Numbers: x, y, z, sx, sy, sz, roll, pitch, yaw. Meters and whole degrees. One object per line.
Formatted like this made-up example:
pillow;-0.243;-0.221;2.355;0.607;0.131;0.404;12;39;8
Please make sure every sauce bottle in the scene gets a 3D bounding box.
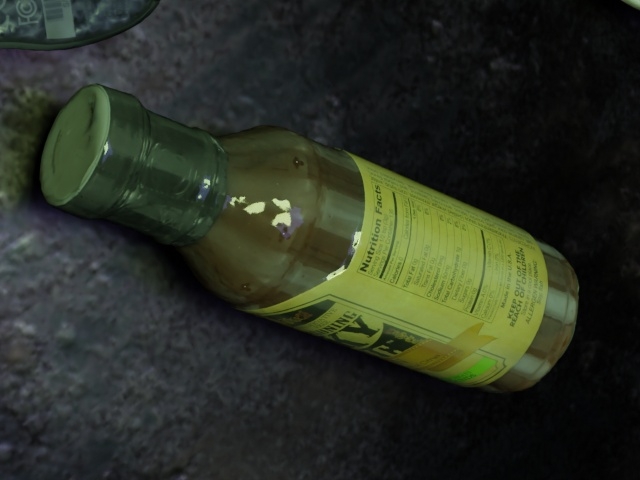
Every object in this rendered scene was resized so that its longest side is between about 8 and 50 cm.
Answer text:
sauce bottle;0.000;0.000;0.911;0.344;0.111;0.111;21;83;-33

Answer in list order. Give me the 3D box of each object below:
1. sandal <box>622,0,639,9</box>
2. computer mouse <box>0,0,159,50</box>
sandal;0.236;-0.357;1.016;0.169;0.102;0.416;1;93;-13
computer mouse;-0.211;-0.170;0.774;0.262;0.060;0.184;-18;110;-20
